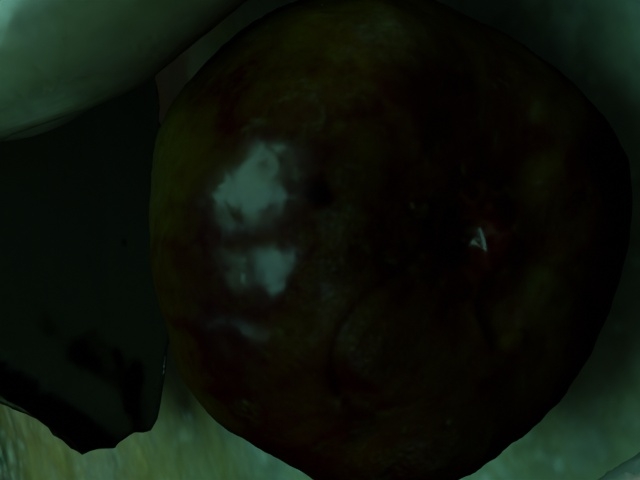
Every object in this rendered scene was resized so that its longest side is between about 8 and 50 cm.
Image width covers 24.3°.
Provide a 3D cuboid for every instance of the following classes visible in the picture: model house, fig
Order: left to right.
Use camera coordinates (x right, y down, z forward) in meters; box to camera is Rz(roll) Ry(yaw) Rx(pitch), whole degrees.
[{"bbox_3d":[-0.244,-0.070,0.808,0.282,0.317,0.297,3,64,35],"label":"model house"},{"bbox_3d":[0.019,-0.027,0.612,0.290,0.191,0.190,-94,18,-66],"label":"fig"}]

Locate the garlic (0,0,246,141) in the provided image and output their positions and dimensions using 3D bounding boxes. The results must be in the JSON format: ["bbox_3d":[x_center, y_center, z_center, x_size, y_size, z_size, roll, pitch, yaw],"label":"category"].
[{"bbox_3d":[-0.064,-0.143,0.596,0.325,0.279,0.132,-27,101,9],"label":"garlic"}]

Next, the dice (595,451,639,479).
[{"bbox_3d":[0.165,0.136,0.391,0.194,0.193,0.192,-43,59,42],"label":"dice"}]
